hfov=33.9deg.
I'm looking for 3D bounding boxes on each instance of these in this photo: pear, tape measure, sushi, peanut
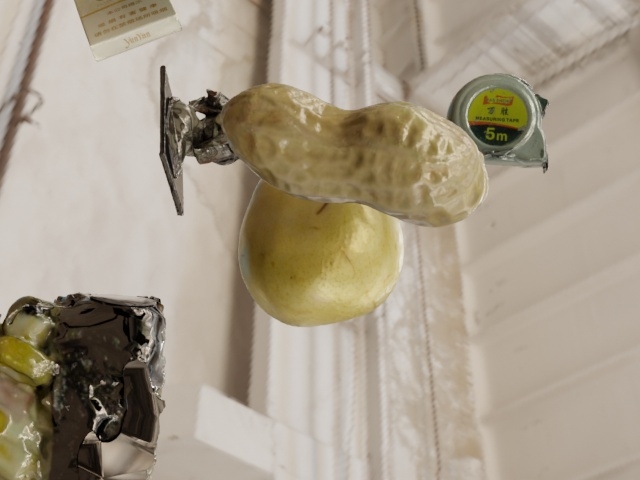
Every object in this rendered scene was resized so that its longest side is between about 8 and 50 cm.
[{"bbox_3d":[0.000,0.000,1.835,0.309,0.309,0.309,-36,-144,33],"label":"pear"},{"bbox_3d":[0.187,-0.182,1.628,0.084,0.330,0.164,83,11,-77],"label":"tape measure"},{"bbox_3d":[-0.353,0.220,1.404,0.328,0.285,0.328,-139,-126,-79],"label":"sushi"},{"bbox_3d":[0.035,-0.096,1.125,0.120,0.298,0.136,-71,171,-47],"label":"peanut"}]

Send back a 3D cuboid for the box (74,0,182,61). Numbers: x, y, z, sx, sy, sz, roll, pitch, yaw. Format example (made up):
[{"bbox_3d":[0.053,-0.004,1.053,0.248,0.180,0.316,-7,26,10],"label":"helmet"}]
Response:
[{"bbox_3d":[-0.201,-0.242,1.060,0.090,0.024,0.167,-22,-137,-5],"label":"box"}]

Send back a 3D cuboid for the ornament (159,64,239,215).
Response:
[{"bbox_3d":[-0.117,-0.150,1.458,0.153,0.196,0.166,89,-4,-59],"label":"ornament"}]
